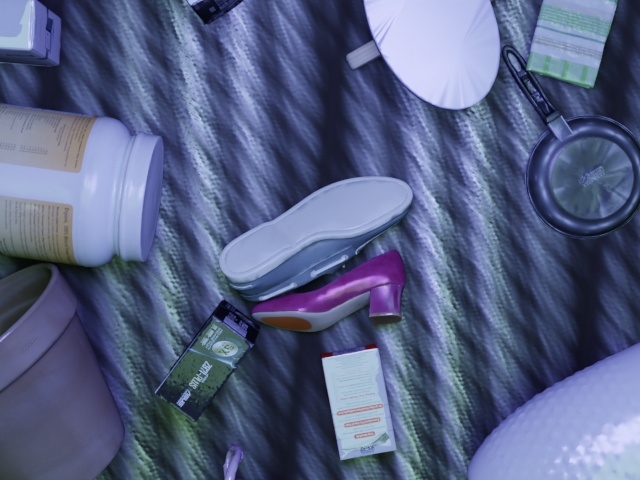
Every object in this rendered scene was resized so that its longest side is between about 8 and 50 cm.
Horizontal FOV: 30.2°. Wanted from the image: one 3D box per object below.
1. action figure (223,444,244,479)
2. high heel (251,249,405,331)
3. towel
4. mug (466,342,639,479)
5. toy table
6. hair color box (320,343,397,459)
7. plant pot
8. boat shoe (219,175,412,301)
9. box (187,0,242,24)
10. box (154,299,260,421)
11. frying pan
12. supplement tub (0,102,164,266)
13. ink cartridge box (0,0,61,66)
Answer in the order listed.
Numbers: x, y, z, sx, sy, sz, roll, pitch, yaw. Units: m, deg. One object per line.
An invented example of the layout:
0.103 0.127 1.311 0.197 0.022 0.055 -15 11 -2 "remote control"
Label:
-0.165 0.544 1.805 0.370 0.248 0.276 -43 92 0 "action figure"
0.012 0.075 1.867 0.244 0.082 0.117 -6 62 14 "high heel"
0.389 -0.321 1.841 0.113 0.023 0.152 16 87 1 "towel"
0.424 0.379 1.803 0.328 0.276 0.374 -28 124 8 "mug"
0.158 -0.323 1.780 0.252 0.161 0.274 -15 94 2 "toy table"
0.060 0.255 1.879 0.093 0.053 0.167 -10 93 0 "hair color box"
-0.446 0.236 1.774 0.323 0.323 0.280 -34 110 3 "plant pot"
0.000 0.000 1.854 0.319 0.116 0.099 -25 137 -5 "boat shoe"
-0.226 -0.475 1.728 0.076 0.242 0.307 -31 95 2 "box"
-0.169 0.180 1.809 0.077 0.180 0.147 37 93 -3 "box"
0.410 -0.161 1.852 0.197 0.053 0.326 -11 97 0 "frying pan"
-0.405 -0.082 1.765 0.316 0.228 0.228 8 94 -1 "supplement tub"
-0.475 -0.312 1.765 0.140 0.190 0.082 4 93 -1 "ink cartridge box"
